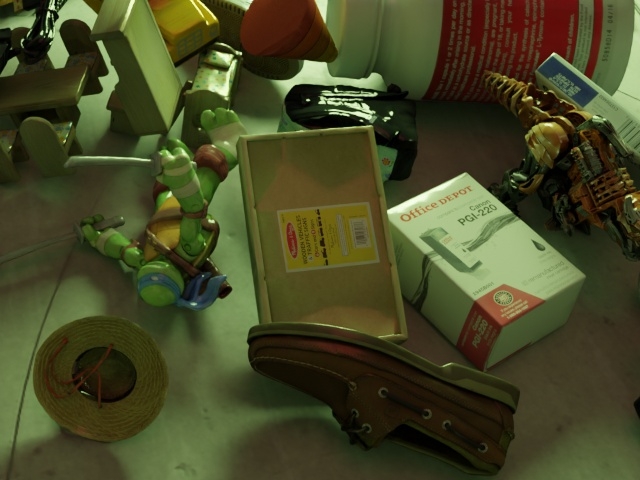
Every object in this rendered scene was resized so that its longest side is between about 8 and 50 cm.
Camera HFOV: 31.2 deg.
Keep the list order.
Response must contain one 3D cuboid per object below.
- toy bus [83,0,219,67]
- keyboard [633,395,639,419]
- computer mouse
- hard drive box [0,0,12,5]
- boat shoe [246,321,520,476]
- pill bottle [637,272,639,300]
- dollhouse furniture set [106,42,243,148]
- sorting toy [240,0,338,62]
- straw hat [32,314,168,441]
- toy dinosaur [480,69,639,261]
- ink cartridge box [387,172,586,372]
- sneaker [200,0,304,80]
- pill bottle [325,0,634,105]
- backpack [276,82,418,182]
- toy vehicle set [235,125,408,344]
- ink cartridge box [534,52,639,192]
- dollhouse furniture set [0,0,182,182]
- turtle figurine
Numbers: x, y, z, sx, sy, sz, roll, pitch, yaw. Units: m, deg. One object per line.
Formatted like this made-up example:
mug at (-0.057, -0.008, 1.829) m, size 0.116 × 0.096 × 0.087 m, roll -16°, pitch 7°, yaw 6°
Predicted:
toy bus at (-0.278, -0.376, 1.547) m, size 0.108 × 0.130 × 0.333 m, roll -36°, pitch 66°, yaw -22°
keyboard at (0.494, 0.149, 1.370) m, size 0.317 × 0.033 × 0.201 m, roll -19°, pitch 81°, yaw -29°
computer mouse at (-0.430, -0.254, 1.456) m, size 0.262 × 0.060 × 0.184 m, roll -22°, pitch 39°, yaw 29°
hard drive box at (-0.439, -0.479, 1.652) m, size 0.089 × 0.232 × 0.181 m, roll 23°, pitch 42°, yaw 39°
boat shoe at (0.063, 0.170, 1.226) m, size 0.307 × 0.110 × 0.104 m, roll 15°, pitch 69°, yaw -2°
pill bottle at (0.494, 0.055, 1.461) m, size 0.160 × 0.087 × 0.087 m, roll -8°, pitch 49°, yaw -21°
dollhouse furniture set at (-0.194, -0.230, 1.568) m, size 0.161 × 0.101 × 0.181 m, roll 10°, pitch 45°, yaw -3°
sorting toy at (-0.056, -0.359, 1.617) m, size 0.126 × 0.127 × 0.365 m, roll 30°, pitch 27°, yaw -41°
straw hat at (-0.228, 0.140, 1.224) m, size 0.145 × 0.144 × 0.061 m, roll 15°, pitch 5°, yaw 2°
toy dinosaur at (0.315, -0.098, 1.470) m, size 0.164 × 0.218 × 0.321 m, roll 0°, pitch 52°, yaw -15°
ink cartridge box at (0.189, 0.033, 1.409) m, size 0.159 × 0.092 × 0.218 m, roll -26°, pitch 55°, yaw -32°
sneaker at (-0.100, -0.349, 1.709) m, size 0.282 × 0.099 × 0.153 m, roll 35°, pitch 50°, yaw 24°
pill bottle at (0.220, -0.310, 1.650) m, size 0.408 × 0.229 × 0.229 m, roll 2°, pitch 46°, yaw -10°
backpack at (0.033, -0.141, 1.526) m, size 0.182 × 0.115 × 0.152 m, roll 7°, pitch 34°, yaw -5°
toy vehicle set at (0.000, 0.000, 1.345) m, size 0.166 × 0.035 × 0.266 m, roll -5°, pitch 76°, yaw -14°
ink cartridge box at (0.392, -0.126, 1.557) m, size 0.045 × 0.224 × 0.223 m, roll -43°, pitch 60°, yaw -2°
dollhouse furniture set at (-0.319, -0.210, 1.427) m, size 0.242 × 0.161 × 0.212 m, roll -6°, pitch 44°, yaw 13°
turtle figurine at (-0.205, -0.063, 1.340) m, size 0.275 × 0.197 × 0.266 m, roll 19°, pitch 40°, yaw 2°
